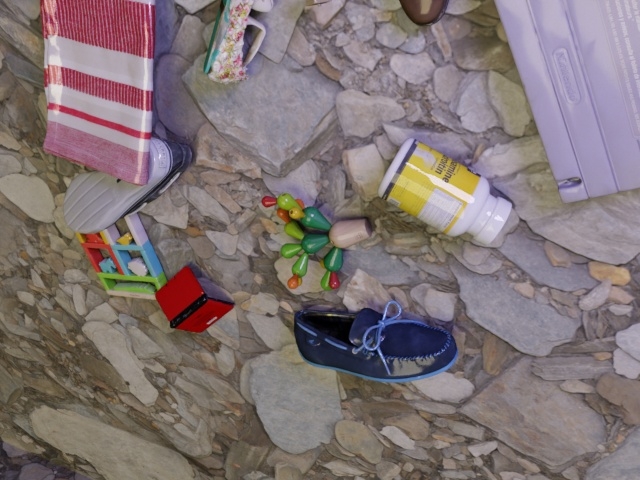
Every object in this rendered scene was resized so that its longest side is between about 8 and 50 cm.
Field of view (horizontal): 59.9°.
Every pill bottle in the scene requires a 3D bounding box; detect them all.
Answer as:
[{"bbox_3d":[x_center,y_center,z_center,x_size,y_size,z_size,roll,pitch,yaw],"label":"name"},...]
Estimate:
[{"bbox_3d":[0.186,-0.069,0.836,0.184,0.103,0.103,30,132,3],"label":"pill bottle"}]

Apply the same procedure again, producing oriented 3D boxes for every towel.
[{"bbox_3d":[-0.378,-0.277,0.935,0.237,0.037,0.329,19,113,21],"label":"towel"}]

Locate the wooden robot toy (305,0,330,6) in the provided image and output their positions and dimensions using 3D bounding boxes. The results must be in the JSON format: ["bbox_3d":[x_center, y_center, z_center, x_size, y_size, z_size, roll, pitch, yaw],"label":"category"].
[{"bbox_3d":[-0.033,-0.401,0.741,0.079,0.076,0.173,22,144,61],"label":"wooden robot toy"}]

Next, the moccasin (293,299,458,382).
[{"bbox_3d":[0.084,0.191,1.064,0.342,0.137,0.116,-5,117,29],"label":"moccasin"}]

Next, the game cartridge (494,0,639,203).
[{"bbox_3d":[0.359,-0.225,0.663,0.230,0.068,0.355,-15,116,30],"label":"game cartridge"}]

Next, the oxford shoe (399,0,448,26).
[{"bbox_3d":[0.103,-0.365,0.662,0.083,0.096,0.227,-2,124,26],"label":"oxford shoe"}]

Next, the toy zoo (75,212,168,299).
[{"bbox_3d":[-0.472,0.011,1.279,0.192,0.030,0.293,2,125,26],"label":"toy zoo"}]

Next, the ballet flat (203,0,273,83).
[{"bbox_3d":[-0.113,-0.336,0.817,0.077,0.091,0.241,9,140,-19],"label":"ballet flat"}]

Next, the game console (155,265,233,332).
[{"bbox_3d":[-0.290,0.139,1.274,0.124,0.085,0.144,21,134,-40],"label":"game console"}]

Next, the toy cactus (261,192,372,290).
[{"bbox_3d":[0.000,0.000,0.997,0.180,0.112,0.219,-16,108,24],"label":"toy cactus"}]

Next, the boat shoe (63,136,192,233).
[{"bbox_3d":[-0.377,-0.097,1.088,0.335,0.119,0.121,-20,83,34],"label":"boat shoe"}]
